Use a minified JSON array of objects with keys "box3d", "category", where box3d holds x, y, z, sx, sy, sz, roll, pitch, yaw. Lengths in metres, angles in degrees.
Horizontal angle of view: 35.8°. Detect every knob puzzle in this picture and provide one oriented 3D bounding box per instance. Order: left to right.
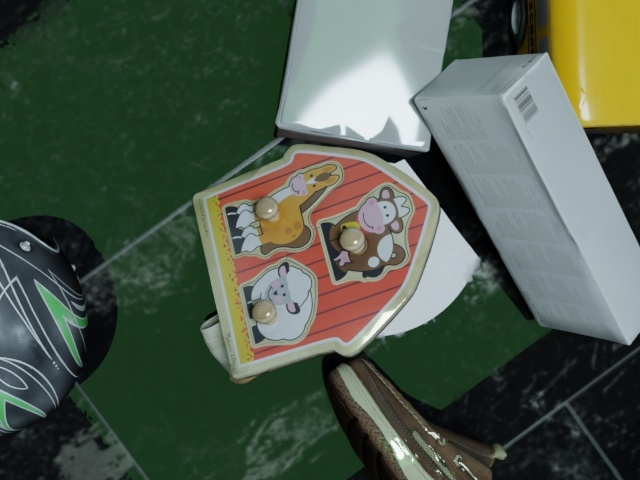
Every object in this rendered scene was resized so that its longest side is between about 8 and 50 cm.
[{"box3d":[0.000,0.000,0.781,0.213,0.030,0.213,-7,64,15],"category":"knob puzzle"}]

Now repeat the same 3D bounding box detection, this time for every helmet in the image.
[{"box3d":[-0.258,0.066,0.759,0.169,0.161,0.169,0,91,-3],"category":"helmet"}]

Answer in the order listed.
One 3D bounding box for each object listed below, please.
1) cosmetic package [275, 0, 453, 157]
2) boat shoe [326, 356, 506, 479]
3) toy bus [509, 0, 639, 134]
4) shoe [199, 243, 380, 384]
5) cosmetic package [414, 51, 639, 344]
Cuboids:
[{"box3d":[0.041,-0.192,0.802,0.127,0.107,0.238,11,94,-4],"category":"cosmetic package"},{"box3d":[0.107,0.196,0.820,0.095,0.095,0.257,-34,85,-16],"category":"boat shoe"},{"box3d":[0.216,-0.252,0.794,0.108,0.130,0.333,-2,92,-3],"category":"toy bus"},{"box3d":[-0.004,0.030,0.815,0.219,0.076,0.058,-40,100,1],"category":"shoe"},{"box3d":[0.173,-0.030,0.769,0.060,0.099,0.239,-45,118,-24],"category":"cosmetic package"}]
